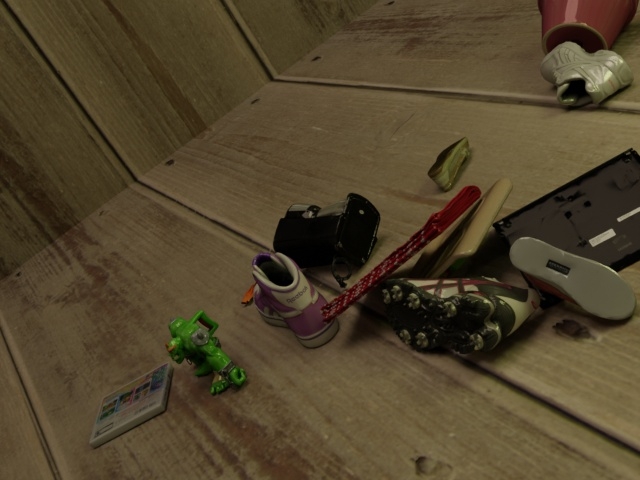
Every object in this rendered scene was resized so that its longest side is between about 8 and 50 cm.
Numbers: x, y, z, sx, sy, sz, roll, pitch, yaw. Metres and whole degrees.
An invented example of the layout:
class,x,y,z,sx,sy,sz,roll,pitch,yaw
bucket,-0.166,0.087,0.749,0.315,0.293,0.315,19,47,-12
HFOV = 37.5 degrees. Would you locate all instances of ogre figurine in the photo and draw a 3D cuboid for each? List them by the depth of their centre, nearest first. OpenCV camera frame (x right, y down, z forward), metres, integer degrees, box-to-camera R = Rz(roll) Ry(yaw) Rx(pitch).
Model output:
class,x,y,z,sx,sy,sz,roll,pitch,yaw
ogre figurine,-0.207,0.190,1.642,0.097,0.118,0.197,-34,22,-1

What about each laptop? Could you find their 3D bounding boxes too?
class,x,y,z,sx,sy,sz,roll,pitch,yaw
laptop,0.394,-0.022,1.418,0.234,0.136,0.264,-30,49,9

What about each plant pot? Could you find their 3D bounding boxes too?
class,x,y,z,sx,sy,sz,roll,pitch,yaw
plant pot,0.525,-0.449,1.894,0.201,0.201,0.180,-10,47,43

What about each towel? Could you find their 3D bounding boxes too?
class,x,y,z,sx,sy,sz,roll,pitch,yaw
towel,0.127,0.019,1.492,0.275,0.031,0.199,-42,-4,33

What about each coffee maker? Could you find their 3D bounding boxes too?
class,x,y,z,sx,sy,sz,roll,pitch,yaw
coffee maker,0.000,0.000,1.750,0.178,0.120,0.171,-8,34,46

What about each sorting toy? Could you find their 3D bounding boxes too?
class,x,y,z,sx,sy,sz,roll,pitch,yaw
sorting toy,0.213,0.011,1.491,0.193,0.038,0.208,-53,5,-39

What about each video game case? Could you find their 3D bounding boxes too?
class,x,y,z,sx,sy,sz,roll,pitch,yaw
video game case,-0.345,0.300,1.732,0.157,0.019,0.143,-29,23,11

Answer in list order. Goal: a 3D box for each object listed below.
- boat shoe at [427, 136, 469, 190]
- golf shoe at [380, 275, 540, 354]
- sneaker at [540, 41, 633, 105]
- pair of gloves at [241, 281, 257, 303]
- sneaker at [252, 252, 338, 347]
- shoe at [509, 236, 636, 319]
class,x,y,z,sx,sy,sz,roll,pitch,yaw
boat shoe,0.256,-0.149,1.824,0.056,0.048,0.153,-31,13,38
golf shoe,0.193,0.100,1.363,0.120,0.105,0.273,-20,15,-29
sneaker,0.475,-0.309,1.791,0.115,0.090,0.232,-41,23,-9
pair of gloves,-0.112,0.096,1.845,0.083,0.010,0.074,-14,28,32
sneaker,-0.072,0.072,1.651,0.102,0.161,0.282,-41,23,-14
shoe,0.338,0.053,1.255,0.178,0.081,0.063,29,90,26
